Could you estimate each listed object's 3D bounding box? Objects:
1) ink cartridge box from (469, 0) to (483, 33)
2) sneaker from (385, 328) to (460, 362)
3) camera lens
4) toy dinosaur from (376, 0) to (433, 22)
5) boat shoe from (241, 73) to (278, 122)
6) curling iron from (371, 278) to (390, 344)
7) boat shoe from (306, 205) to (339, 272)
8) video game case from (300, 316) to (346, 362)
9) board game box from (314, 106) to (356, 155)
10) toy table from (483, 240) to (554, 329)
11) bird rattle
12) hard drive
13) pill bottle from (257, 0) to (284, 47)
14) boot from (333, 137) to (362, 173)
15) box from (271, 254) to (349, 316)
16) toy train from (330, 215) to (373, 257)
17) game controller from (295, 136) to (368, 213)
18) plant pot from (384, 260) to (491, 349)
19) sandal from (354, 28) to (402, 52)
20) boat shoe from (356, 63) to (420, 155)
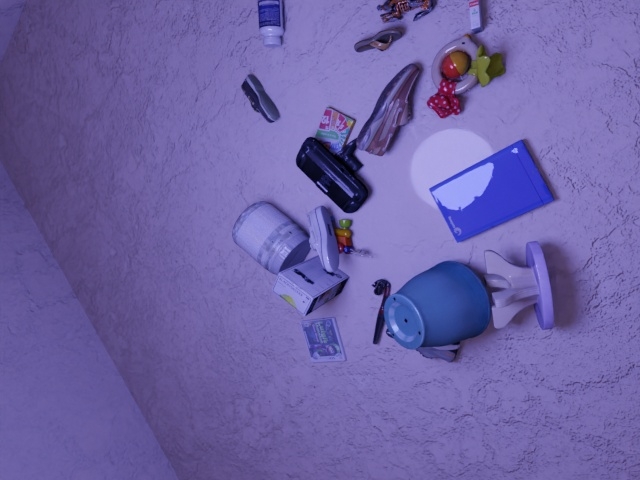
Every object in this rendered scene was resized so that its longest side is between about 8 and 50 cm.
[{"bbox_3d":[0.467,-0.692,1.295,0.029,0.063,0.115,-4,99,28],"label":"ink cartridge box"},{"bbox_3d":[0.368,0.377,1.580,0.272,0.100,0.107,12,112,27],"label":"sneaker"},{"bbox_3d":[-0.201,-0.010,1.745,0.274,0.219,0.219,38,117,17],"label":"camera lens"},{"bbox_3d":[0.312,-0.825,1.334,0.322,0.164,0.218,-30,101,14],"label":"toy dinosaur"},{"bbox_3d":[-0.245,-0.558,1.730,0.069,0.081,0.227,-38,75,34],"label":"boat shoe"},{"bbox_3d":[0.228,0.275,1.672,0.068,0.035,0.273,11,106,32],"label":"curling iron"},{"bbox_3d":[0.000,0.000,1.592,0.088,0.096,0.267,-23,67,25],"label":"boat shoe"},{"bbox_3d":[0.010,0.427,1.840,0.173,0.022,0.190,-13,94,31],"label":"video game case"},{"bbox_3d":[0.030,-0.362,1.642,0.124,0.039,0.259,33,118,20],"label":"board game box"},{"bbox_3d":[0.602,0.148,1.321,0.161,0.252,0.274,-9,89,15],"label":"toy table"},{"bbox_3d":[0.434,-0.517,1.349,0.254,0.143,0.206,-32,73,44],"label":"bird rattle"},{"bbox_3d":[0.542,-0.151,1.390,0.319,0.040,0.210,-29,87,31],"label":"hard drive"},{"bbox_3d":[-0.186,-0.825,1.622,0.094,0.094,0.169,5,103,29],"label":"pill bottle"},{"bbox_3d":[0.117,-0.306,1.585,0.121,0.045,0.099,-35,100,27],"label":"boot"},{"bbox_3d":[-0.033,0.164,1.647,0.169,0.290,0.087,34,116,18],"label":"box"},{"bbox_3d":[0.097,-0.018,1.651,0.248,0.105,0.143,6,91,29],"label":"toy train"},{"bbox_3d":[0.037,-0.240,1.615,0.319,0.067,0.166,45,152,5],"label":"game controller"},{"bbox_3d":[0.357,0.226,1.401,0.272,0.255,0.271,32,128,51],"label":"plant pot"},{"bbox_3d":[0.195,-0.662,1.453,0.180,0.072,0.049,-5,88,37],"label":"sandal"},{"bbox_3d":[0.246,-0.436,1.465,0.117,0.123,0.324,27,108,-14],"label":"boat shoe"}]
